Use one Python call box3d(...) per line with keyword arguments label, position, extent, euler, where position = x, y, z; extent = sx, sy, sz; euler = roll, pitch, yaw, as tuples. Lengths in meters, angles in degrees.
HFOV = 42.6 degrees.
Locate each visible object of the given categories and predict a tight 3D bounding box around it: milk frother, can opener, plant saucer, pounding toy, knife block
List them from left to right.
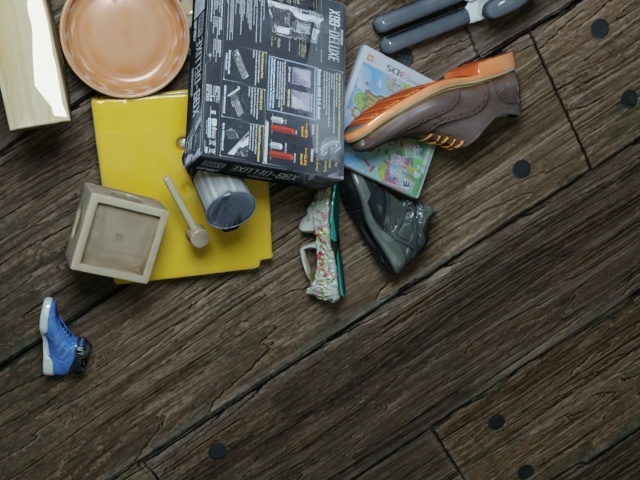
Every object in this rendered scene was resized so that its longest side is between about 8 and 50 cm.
box3d(label="knife block", position=(-0.438, -0.328, 1.187), extent=(0.088, 0.276, 0.242), euler=(-12, 139, -10))
box3d(label="plant saucer", position=(-0.309, -0.327, 1.297), extent=(0.200, 0.037, 0.200), euler=(-5, 107, -17))
box3d(label="pounding toy", position=(-0.290, -0.030, 1.345), extent=(0.206, 0.094, 0.181), euler=(14, 100, -28))
box3d(label="milk frother", position=(-0.132, -0.098, 1.333), extent=(0.143, 0.135, 0.129), euler=(-28, 146, 1))
box3d(label="can opener", position=(0.233, -0.397, 1.402), extent=(0.283, 0.095, 0.076), euler=(-23, 110, -7))

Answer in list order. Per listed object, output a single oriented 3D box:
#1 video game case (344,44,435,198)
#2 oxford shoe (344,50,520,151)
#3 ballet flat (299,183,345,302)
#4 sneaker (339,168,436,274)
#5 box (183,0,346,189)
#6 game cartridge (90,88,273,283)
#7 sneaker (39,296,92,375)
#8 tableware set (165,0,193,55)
box3d(label="video game case", position=(0.121, -0.206, 1.436), extent=(0.193, 0.023, 0.212), euler=(23, 81, -19))
box3d(label="oxford shoe", position=(0.204, -0.207, 1.391), extent=(0.363, 0.130, 0.133), euler=(-25, 103, -21))
box3d(label="ballet flat", position=(0.000, 0.000, 1.479), extent=(0.077, 0.091, 0.241), euler=(-1, 105, 10))
box3d(label="sneaker", position=(0.123, -0.065, 1.489), extent=(0.130, 0.087, 0.227), euler=(-35, 101, -20))
box3d(label="box", position=(-0.081, -0.249, 1.288), extent=(0.242, 0.076, 0.308), euler=(7, 76, -28))
box3d(label="game cartridge", position=(-0.230, -0.095, 1.410), extent=(0.285, 0.053, 0.324), euler=(-6, 111, -12))
box3d(label="sneaker", position=(-0.440, 0.167, 1.429), extent=(0.084, 0.058, 0.152), euler=(1, 111, -8))
box3d(label="tableware set", position=(-0.162, -0.372, 1.352), extent=(0.168, 0.020, 0.141), euler=(-35, 111, -1))
